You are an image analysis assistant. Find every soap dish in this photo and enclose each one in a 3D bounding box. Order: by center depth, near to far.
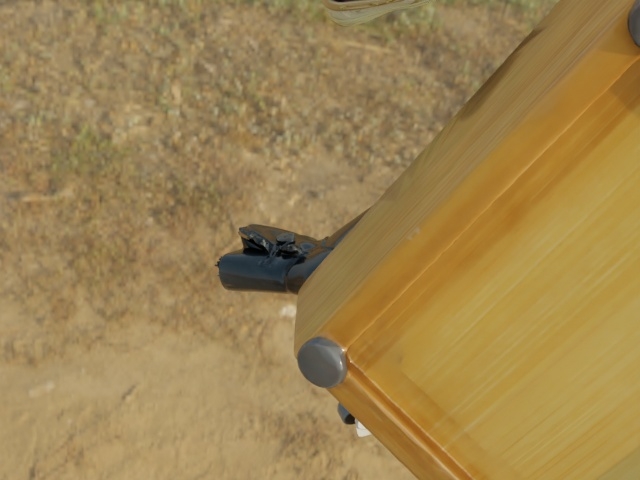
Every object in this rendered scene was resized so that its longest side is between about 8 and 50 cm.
[{"bbox_3d":[0.139,0.023,0.477,0.229,0.291,0.118,44,34,4],"label":"soap dish"}]

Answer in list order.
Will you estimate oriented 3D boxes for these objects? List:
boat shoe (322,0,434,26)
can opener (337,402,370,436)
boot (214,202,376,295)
[{"bbox_3d":[0.064,-0.215,0.910,0.135,0.045,0.050,-24,78,12],"label":"boat shoe"},{"bbox_3d":[0.164,0.212,1.577,0.280,0.074,0.093,-9,44,-22],"label":"can opener"},{"bbox_3d":[0.000,0.000,1.521,0.207,0.094,0.246,10,37,35],"label":"boot"}]
